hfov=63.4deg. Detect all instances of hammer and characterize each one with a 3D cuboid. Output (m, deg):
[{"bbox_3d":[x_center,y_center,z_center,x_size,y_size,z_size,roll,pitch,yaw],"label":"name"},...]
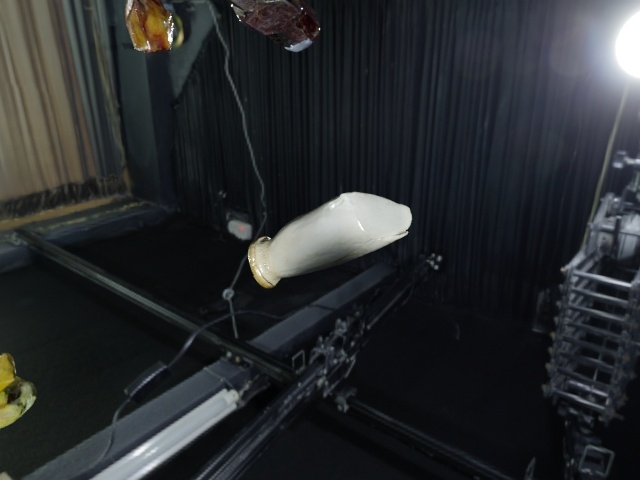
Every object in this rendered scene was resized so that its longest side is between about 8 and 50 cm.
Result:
[{"bbox_3d":[0.037,-0.464,0.818,0.408,0.095,0.242,-23,167,23],"label":"hammer"}]

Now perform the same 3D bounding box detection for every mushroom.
[{"bbox_3d":[-0.003,-0.001,1.182,0.407,0.138,0.154,-23,165,30],"label":"mushroom"}]

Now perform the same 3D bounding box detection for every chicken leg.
[{"bbox_3d":[-0.227,-0.373,0.606,0.093,0.304,0.113,-6,-173,5],"label":"chicken leg"}]

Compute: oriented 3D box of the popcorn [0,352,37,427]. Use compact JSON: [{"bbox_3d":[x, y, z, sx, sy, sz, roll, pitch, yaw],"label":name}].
[{"bbox_3d":[-0.529,0.230,0.684,0.266,0.233,0.192,-15,-167,-13],"label":"popcorn"}]
